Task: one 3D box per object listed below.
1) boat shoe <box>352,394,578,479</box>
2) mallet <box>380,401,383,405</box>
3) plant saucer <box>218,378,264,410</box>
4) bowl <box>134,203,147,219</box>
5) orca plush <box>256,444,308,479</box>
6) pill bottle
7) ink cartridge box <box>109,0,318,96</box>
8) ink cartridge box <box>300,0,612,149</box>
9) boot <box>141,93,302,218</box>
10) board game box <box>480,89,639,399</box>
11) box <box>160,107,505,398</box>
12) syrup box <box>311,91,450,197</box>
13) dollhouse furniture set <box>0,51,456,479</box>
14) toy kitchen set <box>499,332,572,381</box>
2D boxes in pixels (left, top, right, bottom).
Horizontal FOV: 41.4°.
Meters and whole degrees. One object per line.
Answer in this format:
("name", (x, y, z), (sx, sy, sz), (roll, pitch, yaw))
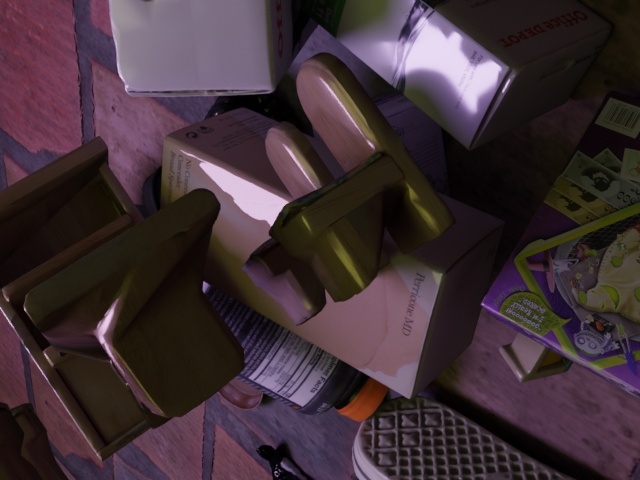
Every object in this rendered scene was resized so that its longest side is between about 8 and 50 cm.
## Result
("boat shoe", (0.230, 0.346, 0.869), (0.500, 0.187, 0.156), (31, 142, 40))
("mallet", (0.073, 0.184, 1.067), (0.062, 0.039, 0.189), (0, 116, 46))
("plant saucer", (-0.135, 0.179, 1.301), (0.168, 0.029, 0.168), (27, 131, 37))
("bowl", (-0.259, 0.076, 1.235), (0.311, 0.163, 0.311), (34, 129, 58))
("orca plush", (-0.008, 0.418, 1.235), (0.287, 0.102, 0.151), (47, 139, 20))
("pill bottle", (-0.038, 0.113, 0.958), (0.246, 0.130, 0.130), (31, 143, -13))
("ink cartridge box", (-0.080, -0.274, 0.747), (0.131, 0.306, 0.226), (0, 117, 7))
("ink cartridge box", (0.111, -0.186, 0.708), (0.208, 0.153, 0.086), (45, 139, 23))
("boot", (-0.083, 0.006, 1.059), (0.260, 0.131, 0.348), (-29, 91, 49))
("board game box", (0.311, 0.041, 0.598), (0.347, 0.208, 0.056), (31, 174, 35))
("box", (0.000, 0.000, 0.806), (0.311, 0.121, 0.148), (26, 124, 27))
("syrup box", (0.074, -0.029, 0.889), (0.096, 0.093, 0.236), (9, 118, 46))
("dollhouse furniture set", (-0.171, 0.019, 0.643), (0.256, 0.362, 0.394), (55, 162, 3))
("toy kitchen set", (0.283, 0.113, 0.747), (0.207, 0.122, 0.166), (59, 147, 39))
